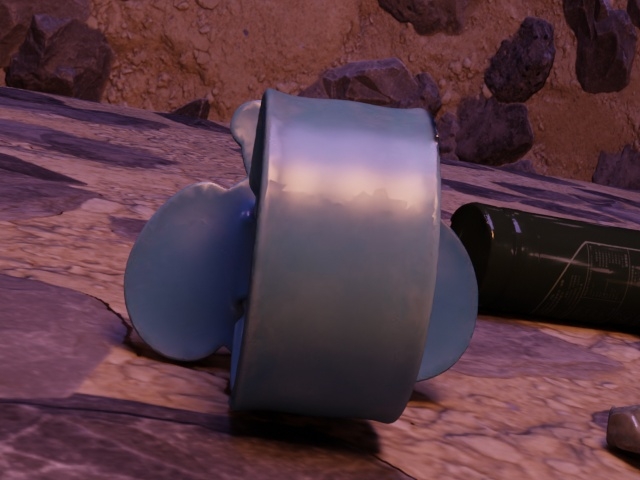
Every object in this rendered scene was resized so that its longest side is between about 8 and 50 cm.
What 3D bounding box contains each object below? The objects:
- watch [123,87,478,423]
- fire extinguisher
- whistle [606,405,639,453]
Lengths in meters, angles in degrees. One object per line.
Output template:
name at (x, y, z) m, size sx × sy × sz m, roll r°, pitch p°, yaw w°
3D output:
watch at (0.000, 0.000, 0.570) m, size 0.211 × 0.210 × 0.193 m, roll 11°, pitch -8°, yaw -6°
fire extinguisher at (0.267, 0.036, 0.993) m, size 0.311 × 0.114 × 0.095 m, roll 7°, pitch 50°, yaw -20°
whistle at (0.250, 0.100, 0.554) m, size 0.123 × 0.122 × 0.223 m, roll 5°, pitch -3°, yaw -37°
